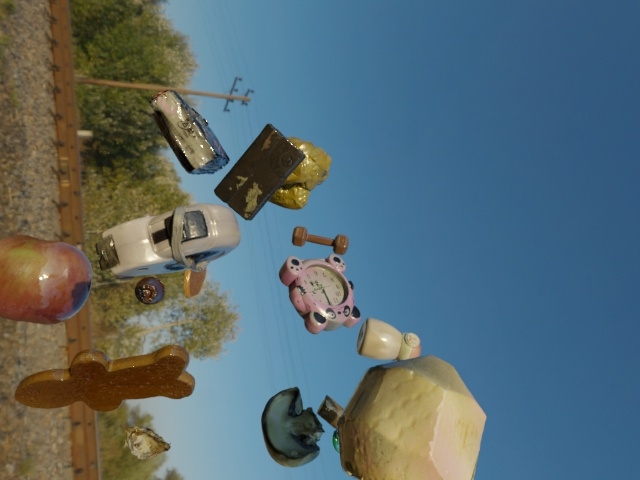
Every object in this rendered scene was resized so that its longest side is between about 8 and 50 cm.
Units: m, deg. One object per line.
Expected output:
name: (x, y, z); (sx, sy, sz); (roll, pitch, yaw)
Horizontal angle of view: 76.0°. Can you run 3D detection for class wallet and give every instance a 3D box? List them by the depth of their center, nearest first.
wallet: (-0.212, -0.228, 1.415); (0.321, 0.170, 0.044); (-47, -163, 14)

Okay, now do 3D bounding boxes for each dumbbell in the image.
dumbbell: (0.000, 0.000, 1.668); (0.082, 0.231, 0.092); (101, 0, -67)

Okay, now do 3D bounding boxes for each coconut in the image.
coconut: (0.213, 0.432, 0.965); (0.353, 0.353, 0.352); (19, -68, 61)

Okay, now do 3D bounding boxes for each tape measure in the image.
tape measure: (-0.252, -0.002, 0.771); (0.197, 0.236, 0.120); (-21, -98, 17)

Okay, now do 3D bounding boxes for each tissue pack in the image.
tissue pack: (-0.412, -0.332, 1.308); (0.245, 0.123, 0.332); (56, 0, -10)

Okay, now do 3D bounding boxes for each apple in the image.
apple: (-0.813, 0.106, 1.158); (0.306, 0.306, 0.235); (-10, -115, 63)

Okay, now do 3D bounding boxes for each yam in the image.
yam: (0.141, 0.698, 1.469); (0.357, 0.081, 0.081); (37, -41, 6)

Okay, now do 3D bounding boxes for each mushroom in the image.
mushroom: (-0.102, 0.655, 1.380); (0.267, 0.190, 0.164); (43, -39, 49)

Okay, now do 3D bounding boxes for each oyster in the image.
oyster: (-0.542, 0.621, 1.261); (0.177, 0.105, 0.056); (54, 11, -38)

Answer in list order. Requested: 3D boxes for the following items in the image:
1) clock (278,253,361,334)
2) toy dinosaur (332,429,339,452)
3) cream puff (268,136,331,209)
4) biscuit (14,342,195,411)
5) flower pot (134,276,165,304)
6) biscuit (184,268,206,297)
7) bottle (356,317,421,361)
clock: (0.004, 0.161, 1.267); (0.090, 0.228, 0.247); (-55, -131, 40)
toy dinosaur: (0.096, 0.783, 1.568); (0.059, 0.096, 0.132); (158, -81, -68)
cream puff: (-0.128, -0.267, 1.635); (0.274, 0.323, 0.269); (56, 46, -77)
biscuit: (-0.573, 0.370, 1.112); (0.064, 0.432, 0.283); (-109, -160, -44)
flower pot: (-0.644, 0.192, 1.535); (0.089, 0.111, 0.111); (174, -89, -75)
biscuit: (-0.510, 0.138, 1.663); (0.142, 0.029, 0.220); (83, 11, -45)
bottle: (0.265, 0.389, 1.539); (0.147, 0.237, 0.147); (-164, -90, -89)
